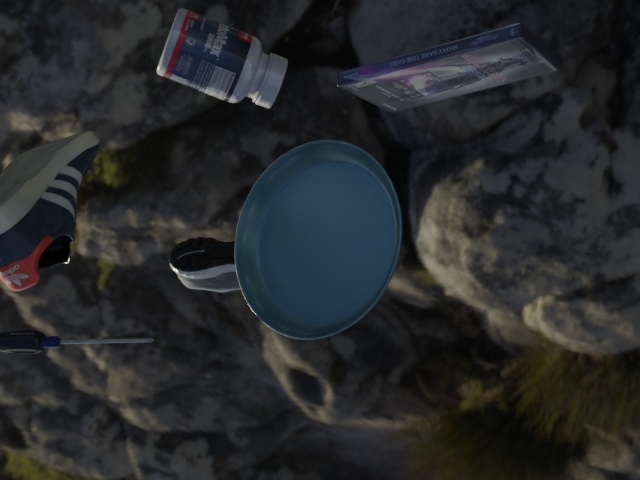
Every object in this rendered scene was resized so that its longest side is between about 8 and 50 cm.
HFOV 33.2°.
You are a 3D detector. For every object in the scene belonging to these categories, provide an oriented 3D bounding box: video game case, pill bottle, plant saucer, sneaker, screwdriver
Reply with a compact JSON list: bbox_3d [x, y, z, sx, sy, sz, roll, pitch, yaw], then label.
[{"bbox_3d":[0.187,-0.244,1.551,0.274,0.026,0.196,-11,170,26],"label":"video game case"},{"bbox_3d":[-0.146,-0.269,1.618,0.180,0.108,0.108,20,152,-12],"label":"pill bottle"},{"bbox_3d":[0.000,0.000,1.696,0.317,0.318,0.043,-2,168,35],"label":"plant saucer"},{"bbox_3d":[-0.414,-0.046,1.625,0.131,0.350,0.148,-15,114,23],"label":"sneaker"},{"bbox_3d":[-0.245,0.100,1.061,0.169,0.024,0.025,-2,178,18],"label":"screwdriver"},{"bbox_3d":[-0.154,0.052,2.108,0.271,0.100,0.108,1,144,8],"label":"sneaker"}]
